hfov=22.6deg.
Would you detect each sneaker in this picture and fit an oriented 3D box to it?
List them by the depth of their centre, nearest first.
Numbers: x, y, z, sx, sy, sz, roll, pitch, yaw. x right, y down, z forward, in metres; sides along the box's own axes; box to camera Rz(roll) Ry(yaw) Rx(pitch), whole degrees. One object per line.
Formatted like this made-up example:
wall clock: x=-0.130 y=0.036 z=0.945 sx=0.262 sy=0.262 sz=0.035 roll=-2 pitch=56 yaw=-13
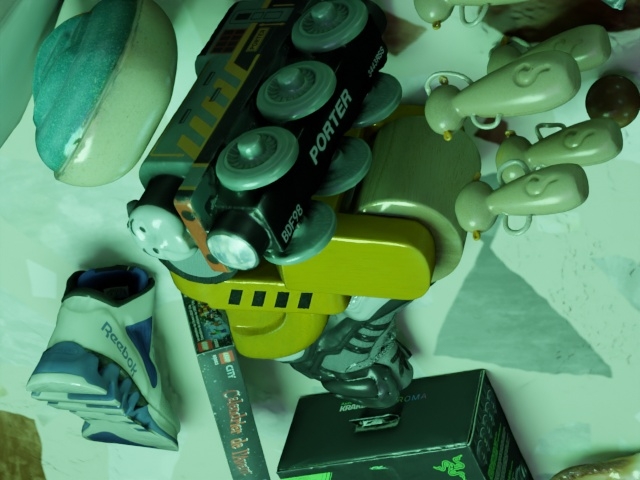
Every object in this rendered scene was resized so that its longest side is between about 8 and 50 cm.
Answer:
sneaker: x=0.068 y=0.095 z=1.774 sx=0.153 sy=0.101 sz=0.269 roll=42 pitch=133 yaw=-19
sneaker: x=-0.231 y=0.132 z=1.874 sx=0.128 sy=0.182 sz=0.315 roll=5 pitch=159 yaw=14

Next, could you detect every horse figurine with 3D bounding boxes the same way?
horse figurine: x=0.407 y=0.282 z=1.851 sx=0.263 sy=0.066 sz=0.174 roll=-24 pitch=125 yaw=33

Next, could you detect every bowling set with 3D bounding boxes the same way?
bowling set: x=0.201 y=-0.120 z=1.512 sx=0.154 sy=0.287 sz=0.200 roll=-14 pitch=157 yaw=33

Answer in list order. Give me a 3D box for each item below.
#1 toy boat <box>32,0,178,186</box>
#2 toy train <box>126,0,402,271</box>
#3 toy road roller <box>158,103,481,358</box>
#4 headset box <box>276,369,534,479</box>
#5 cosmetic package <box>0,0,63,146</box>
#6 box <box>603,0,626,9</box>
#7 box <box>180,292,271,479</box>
toy boat: x=-0.196 y=-0.213 z=1.536 sx=0.148 sy=0.267 sz=0.318 roll=26 pitch=100 yaw=-14
toy train: x=-0.053 y=-0.105 z=1.502 sx=0.190 sy=0.334 sz=0.142 roll=1 pitch=138 yaw=32
toy road roller: x=0.000 y=0.000 z=1.648 sx=0.330 sy=0.202 sz=0.240 roll=3 pitch=135 yaw=16
headset box: x=0.114 y=0.298 z=1.903 sx=0.246 sy=0.131 sz=0.283 roll=-10 pitch=124 yaw=23
cosmetic package: x=-0.480 y=-0.221 z=1.515 sx=0.394 sy=0.329 sz=0.327 roll=26 pitch=130 yaw=-5
box: x=0.148 y=-0.421 z=1.201 sx=0.395 sy=0.212 sz=0.293 roll=32 pitch=127 yaw=3
box: x=-0.110 y=0.163 z=1.837 sx=0.044 sy=0.159 sz=0.233 roll=-15 pitch=126 yaw=-4
